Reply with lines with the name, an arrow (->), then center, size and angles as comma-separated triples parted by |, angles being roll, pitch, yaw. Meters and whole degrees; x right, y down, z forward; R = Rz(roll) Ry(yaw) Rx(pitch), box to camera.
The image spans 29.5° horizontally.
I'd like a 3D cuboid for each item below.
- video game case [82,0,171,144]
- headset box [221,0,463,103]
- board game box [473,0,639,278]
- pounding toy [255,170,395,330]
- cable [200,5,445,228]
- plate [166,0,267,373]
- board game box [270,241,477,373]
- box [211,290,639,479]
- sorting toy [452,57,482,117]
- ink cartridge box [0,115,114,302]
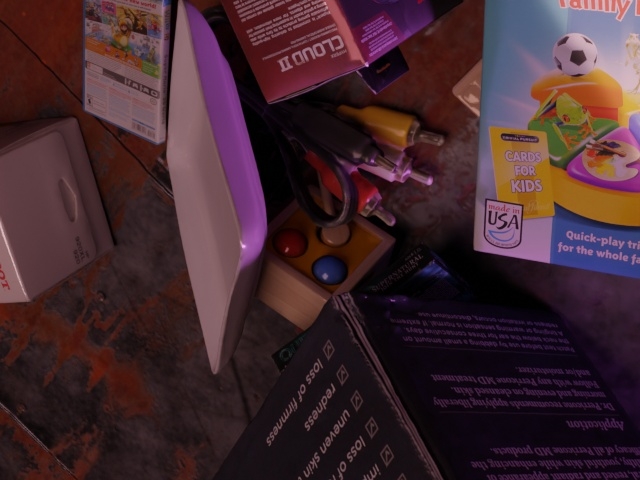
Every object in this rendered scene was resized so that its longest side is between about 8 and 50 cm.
video game case -> -0.210, -0.198, 1.305 | 0.119, 0.015, 0.166 | 26, 125, 30
headset box -> -0.002, -0.267, 1.038 | 0.110, 0.218, 0.293 | -16, 104, 34
board game box -> 0.267, -0.134, 1.031 | 0.254, 0.079, 0.336 | 10, 118, 21
pounding toy -> 0.000, 0.000, 1.237 | 0.130, 0.141, 0.100 | 34, 145, 16
cable -> -0.023, -0.117, 1.218 | 0.287, 0.072, 0.139 | 35, 101, 19
plate -> -0.102, -0.047, 1.183 | 0.277, 0.045, 0.278 | 109, 150, -58
board game box -> 0.056, 0.084, 1.203 | 0.186, 0.126, 0.026 | -37, 59, 10
box -> 0.106, 0.382, 1.105 | 0.480, 0.297, 0.472 | -58, 42, 31
sorting toy -> 0.170, -0.146, 1.130 | 0.062, 0.012, 0.083 | 45, 127, 0
ink cartridge box -> -0.395, -0.032, 1.409 | 0.233, 0.168, 0.171 | -4, 111, 30
